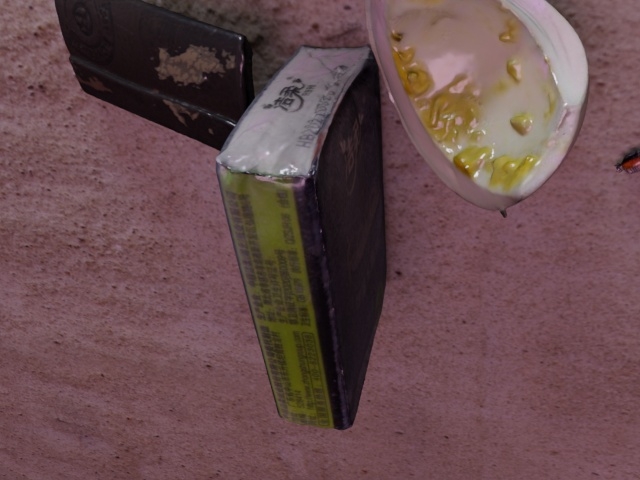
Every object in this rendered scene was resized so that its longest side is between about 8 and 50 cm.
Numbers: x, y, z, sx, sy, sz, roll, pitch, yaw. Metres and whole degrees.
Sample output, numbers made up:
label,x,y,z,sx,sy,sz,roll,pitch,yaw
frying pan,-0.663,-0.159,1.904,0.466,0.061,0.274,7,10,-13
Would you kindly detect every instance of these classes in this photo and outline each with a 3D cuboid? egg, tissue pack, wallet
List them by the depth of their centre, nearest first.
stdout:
label,x,y,z,sx,sy,sz,roll,pitch,yaw
egg,0.175,-0.172,0.677,0.271,0.161,0.206,60,172,6
tissue pack,0.000,0.000,0.804,0.124,0.288,0.394,4,130,15
wallet,-0.206,-0.210,0.805,0.321,0.044,0.170,27,138,26

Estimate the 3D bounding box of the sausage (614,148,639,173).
label,x,y,z,sx,sy,sz,roll,pitch,yaw
sausage,0.425,-0.115,0.716,0.198,0.025,0.028,-22,133,35
